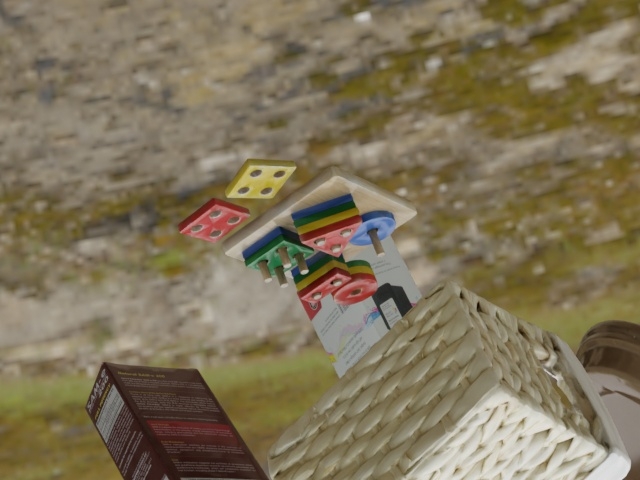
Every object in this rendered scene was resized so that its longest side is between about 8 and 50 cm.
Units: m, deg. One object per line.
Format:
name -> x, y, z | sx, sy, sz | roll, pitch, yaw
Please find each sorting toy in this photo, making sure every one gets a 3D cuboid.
sorting toy -> 0.000, 0.000, 1.474 | 0.132, 0.046, 0.274 | -34, 149, 24

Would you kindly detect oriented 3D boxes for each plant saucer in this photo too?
plant saucer -> 0.294, 0.188, 1.340 | 0.041, 0.278, 0.278 | -34, 175, -18

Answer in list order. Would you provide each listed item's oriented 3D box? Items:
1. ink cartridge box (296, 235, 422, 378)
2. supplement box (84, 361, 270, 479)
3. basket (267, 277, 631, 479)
ink cartridge box -> 0.059, 0.095, 1.767 | 0.072, 0.175, 0.127 | -19, 163, -28
supplement box -> -0.156, 0.234, 1.836 | 0.130, 0.239, 0.073 | 8, 119, -35
basket -> 0.063, 0.120, 0.900 | 0.103, 0.113, 0.167 | 32, 111, -32
